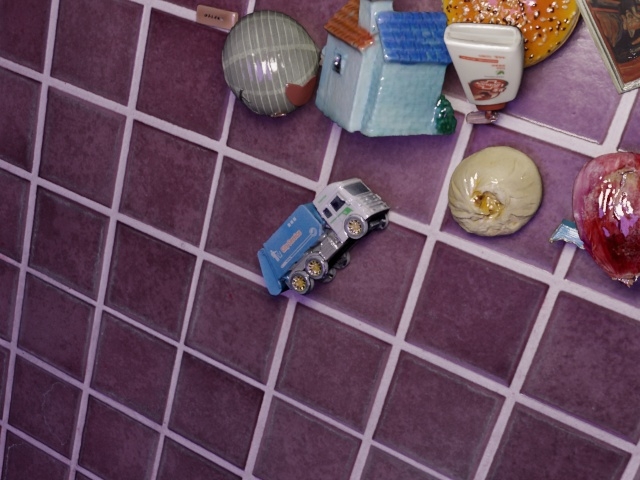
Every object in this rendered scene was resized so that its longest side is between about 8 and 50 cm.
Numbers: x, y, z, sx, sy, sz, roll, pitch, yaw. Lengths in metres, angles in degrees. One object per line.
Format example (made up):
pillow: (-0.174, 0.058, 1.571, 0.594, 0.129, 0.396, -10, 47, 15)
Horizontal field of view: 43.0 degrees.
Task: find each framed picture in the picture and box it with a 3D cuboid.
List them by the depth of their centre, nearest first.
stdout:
framed picture: (0.640, -0.424, 1.583, 0.216, 0.016, 0.273, -21, 125, 29)

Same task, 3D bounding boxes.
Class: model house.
model house: (0.138, -0.414, 1.738, 0.295, 0.251, 0.330, -132, 38, -54)

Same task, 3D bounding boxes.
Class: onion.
onion: (0.636, -0.044, 1.667, 0.227, 0.120, 0.284, -1, 89, 15)

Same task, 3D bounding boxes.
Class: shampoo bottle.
shampoo bottle: (0.339, -0.328, 1.670, 0.153, 0.284, 0.071, 6, 62, 16)

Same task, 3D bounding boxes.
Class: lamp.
lamp: (-0.111, -0.414, 1.904, 0.233, 0.265, 0.233, -2, 136, -2)

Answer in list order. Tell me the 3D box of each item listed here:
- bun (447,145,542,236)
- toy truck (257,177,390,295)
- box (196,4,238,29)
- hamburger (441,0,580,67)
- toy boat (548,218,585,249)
bun: (0.382, -0.102, 1.812, 0.222, 0.127, 0.223, 6, 105, 22)
toy truck: (0.000, 0.000, 2.018, 0.367, 0.146, 0.175, -45, 79, 29)
box: (-0.263, -0.564, 2.057, 0.115, 0.025, 0.048, 19, 110, 21)
hamburger: (0.390, -0.503, 1.671, 0.300, 0.176, 0.300, 7, 107, 23)
toy boat: (0.590, 0.021, 1.773, 0.185, 0.075, 0.077, 22, 110, 14)
